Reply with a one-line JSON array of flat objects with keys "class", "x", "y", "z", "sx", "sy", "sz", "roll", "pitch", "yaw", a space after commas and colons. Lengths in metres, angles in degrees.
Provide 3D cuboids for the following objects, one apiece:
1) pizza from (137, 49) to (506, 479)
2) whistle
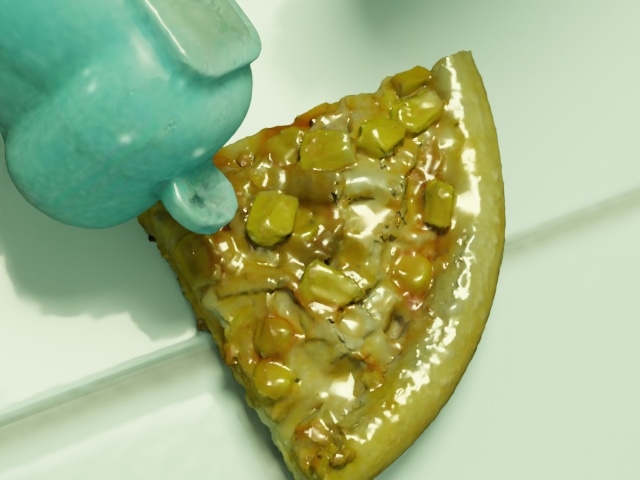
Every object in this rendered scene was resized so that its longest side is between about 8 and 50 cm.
[{"class": "pizza", "x": 0.000, "y": 0.000, "z": 0.626, "sx": 0.131, "sy": 0.041, "sz": 0.178, "roll": 31, "pitch": 70, "yaw": 2}, {"class": "whistle", "x": -0.109, "y": -0.117, "z": 0.579, "sx": 0.274, "sy": 0.093, "sz": 0.186, "roll": 56, "pitch": 38, "yaw": 2}]
